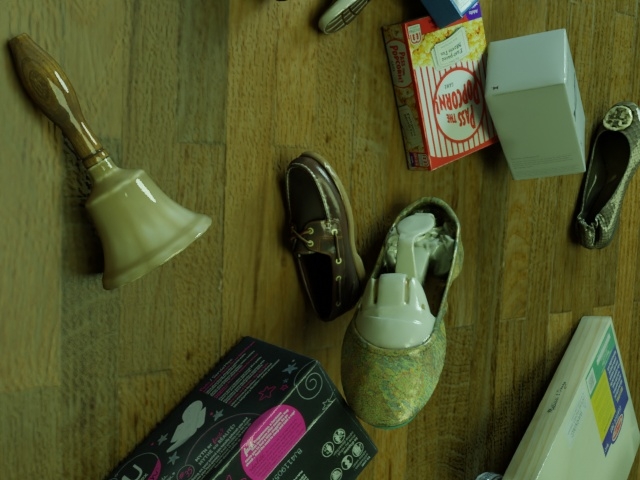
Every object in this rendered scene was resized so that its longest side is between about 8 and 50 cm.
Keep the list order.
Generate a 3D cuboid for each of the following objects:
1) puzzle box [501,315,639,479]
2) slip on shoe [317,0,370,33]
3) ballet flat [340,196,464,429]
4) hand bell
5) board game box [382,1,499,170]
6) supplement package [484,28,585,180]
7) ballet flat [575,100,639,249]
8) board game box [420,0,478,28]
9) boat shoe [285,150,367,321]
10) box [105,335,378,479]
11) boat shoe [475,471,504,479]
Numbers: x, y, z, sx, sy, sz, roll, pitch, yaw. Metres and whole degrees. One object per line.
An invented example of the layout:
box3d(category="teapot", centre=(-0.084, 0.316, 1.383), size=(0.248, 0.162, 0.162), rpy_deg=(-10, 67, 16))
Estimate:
box3d(category="puzzle box", centre=(0.408, 0.342, 1.291), size=(0.409, 0.052, 0.272), rpy_deg=(-44, 121, -45))
box3d(category="slip on shoe", centre=(0.038, -0.301, 0.988), size=(0.041, 0.051, 0.135), rpy_deg=(42, 74, 8))
box3d(category="ballet flat", centre=(0.099, 0.062, 0.963), size=(0.123, 0.123, 0.348), rpy_deg=(64, 31, -25))
box3d(category="hand bell", centre=(-0.220, -0.086, 0.784), size=(0.126, 0.126, 0.242), rpy_deg=(-39, 107, -28))
box3d(category="board game box", centre=(0.165, -0.206, 1.096), size=(0.147, 0.045, 0.193), rpy_deg=(-26, 111, -34))
box3d(category="supplement package", centre=(0.297, -0.181, 1.122), size=(0.179, 0.105, 0.105), rpy_deg=(55, 38, -47))
box3d(category="ballet flat", centre=(0.464, -0.108, 1.331), size=(0.058, 0.084, 0.249), rpy_deg=(13, 93, -40))
box3d(category="board game box", centre=(0.178, -0.395, 1.051), size=(0.210, 0.047, 0.160), rpy_deg=(-46, 107, -28))
box3d(category="boat shoe", centre=(0.000, 0.000, 0.972), size=(0.073, 0.073, 0.207), rpy_deg=(-36, 117, -36))
box3d(category="box", centre=(-0.087, 0.253, 0.895), size=(0.247, 0.142, 0.163), rpy_deg=(-45, 122, -24))
box3d(category="boat shoe", centre=(0.285, 0.510, 1.250), size=(0.108, 0.102, 0.301), rpy_deg=(-3, 97, -38))
